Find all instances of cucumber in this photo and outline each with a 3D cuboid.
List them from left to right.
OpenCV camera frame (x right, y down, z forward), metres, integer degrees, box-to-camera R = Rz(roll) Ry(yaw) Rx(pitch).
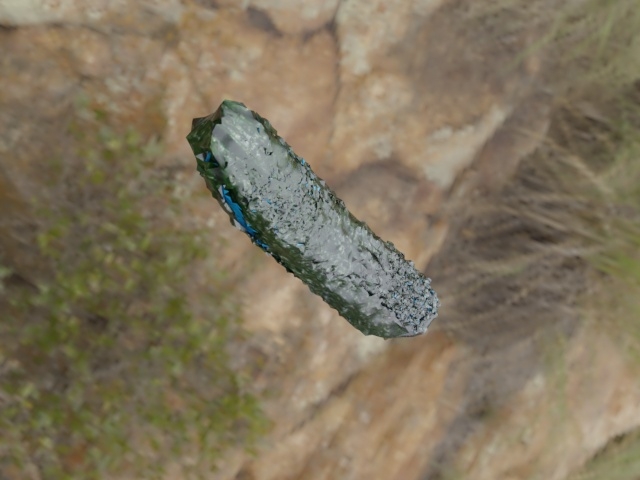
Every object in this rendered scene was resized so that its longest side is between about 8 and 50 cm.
[{"bbox_3d":[-0.001,-0.001,0.719,0.256,0.043,0.044,43,60,-62],"label":"cucumber"}]
